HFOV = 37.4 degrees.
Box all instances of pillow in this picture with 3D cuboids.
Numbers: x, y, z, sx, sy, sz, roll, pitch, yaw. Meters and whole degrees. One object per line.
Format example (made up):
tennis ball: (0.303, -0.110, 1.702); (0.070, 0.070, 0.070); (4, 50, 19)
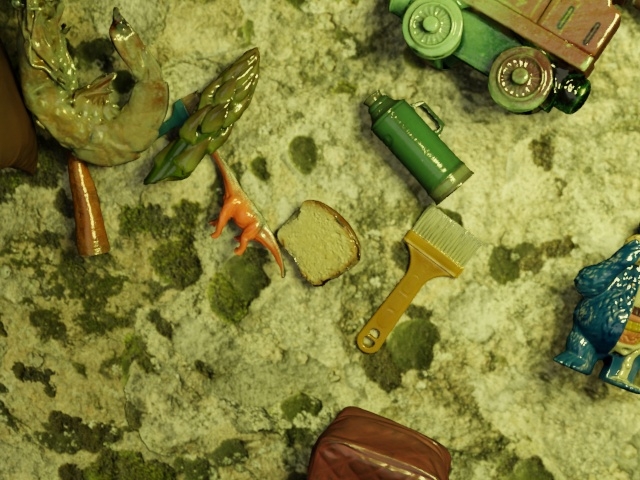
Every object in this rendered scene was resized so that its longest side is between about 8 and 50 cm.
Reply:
pillow: (-0.544, -0.244, 1.509); (0.108, 0.308, 0.305); (-22, 96, -3)

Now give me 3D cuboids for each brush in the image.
brush: (-0.253, -0.189, 1.559); (0.164, 0.014, 0.051); (-27, 92, 25)
brush: (0.137, 0.075, 1.482); (0.103, 0.013, 0.272); (37, 114, 8)

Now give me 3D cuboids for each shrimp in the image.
shrimp: (-0.370, -0.275, 1.493); (0.247, 0.085, 0.360); (-7, 123, 15)

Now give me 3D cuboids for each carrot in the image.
carrot: (-0.410, -0.086, 1.627); (0.057, 0.057, 0.224); (-7, 98, 22)

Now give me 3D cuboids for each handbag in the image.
handbag: (0.094, 0.369, 1.511); (0.225, 0.135, 0.146); (19, 109, 11)

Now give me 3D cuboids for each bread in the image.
bread: (0.000, 0.000, 1.499); (0.126, 0.044, 0.129); (-39, 91, 32)

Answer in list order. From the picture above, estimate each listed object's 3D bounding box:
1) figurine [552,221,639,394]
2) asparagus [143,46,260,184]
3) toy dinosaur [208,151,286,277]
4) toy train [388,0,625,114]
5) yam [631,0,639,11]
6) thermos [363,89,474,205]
figurine: (0.432, 0.082, 1.326); (0.164, 0.121, 0.262); (36, 96, 1)
asparagus: (-0.175, -0.183, 1.492); (0.080, 0.080, 0.287); (38, 105, 8)
toy dinosaur: (-0.142, -0.049, 1.535); (0.279, 0.055, 0.101); (46, 105, 6)
toy train: (0.251, -0.305, 1.279); (0.304, 0.150, 0.221); (33, 102, 11)
yam: (0.480, -0.295, 1.225); (0.141, 0.079, 0.079); (37, 113, 9)
thermos: (0.140, -0.146, 1.390); (0.187, 0.073, 0.083); (48, 116, 4)
